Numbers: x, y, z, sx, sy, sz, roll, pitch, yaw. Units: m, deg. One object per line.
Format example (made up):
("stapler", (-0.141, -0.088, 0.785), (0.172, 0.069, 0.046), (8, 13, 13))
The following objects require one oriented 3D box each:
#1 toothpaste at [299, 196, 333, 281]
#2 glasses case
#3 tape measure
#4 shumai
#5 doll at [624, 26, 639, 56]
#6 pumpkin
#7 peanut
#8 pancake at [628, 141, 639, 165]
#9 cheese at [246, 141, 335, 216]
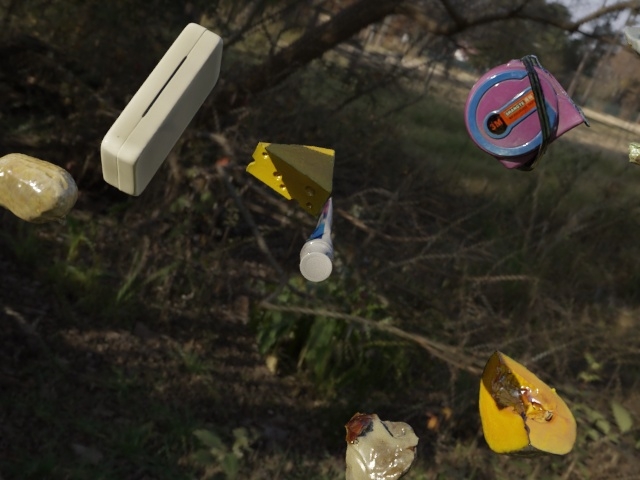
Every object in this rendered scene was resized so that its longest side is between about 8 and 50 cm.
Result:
("toothpaste", (0.000, 0.000, 1.552), (0.061, 0.096, 0.266), (15, 21, -1))
("glasses case", (-0.273, -0.231, 1.437), (0.070, 0.313, 0.131), (26, -29, 2))
("tape measure", (0.456, -0.290, 1.891), (0.245, 0.231, 0.149), (53, 24, -4))
("shumai", (0.116, 0.460, 1.835), (0.120, 0.201, 0.201), (47, 5, -22))
("doll", (0.600, -0.325, 1.358), (0.103, 0.145, 0.316), (48, 28, -11))
("pumpkin", (0.483, 0.422, 1.930), (0.169, 0.148, 0.312), (19, 34, -18))
("peanut", (-0.584, -0.103, 1.652), (0.224, 0.129, 0.129), (24, 13, 24))
("pancake", (0.632, -0.098, 1.388), (0.197, 0.054, 0.376), (12, 18, -9))
("cheese", (-0.066, -0.147, 1.751), (0.171, 0.093, 0.126), (19, 49, -13))
